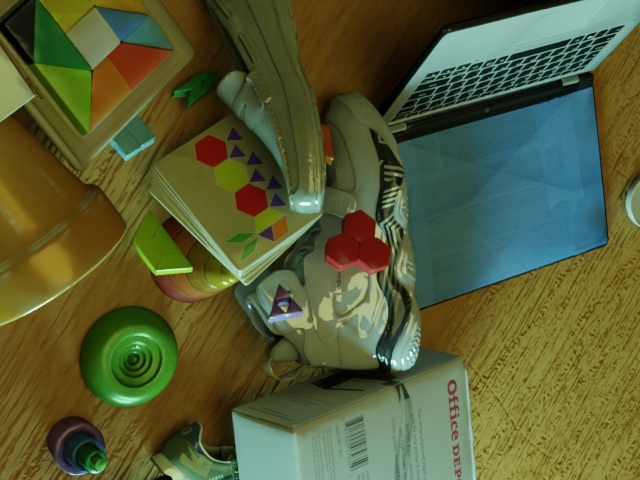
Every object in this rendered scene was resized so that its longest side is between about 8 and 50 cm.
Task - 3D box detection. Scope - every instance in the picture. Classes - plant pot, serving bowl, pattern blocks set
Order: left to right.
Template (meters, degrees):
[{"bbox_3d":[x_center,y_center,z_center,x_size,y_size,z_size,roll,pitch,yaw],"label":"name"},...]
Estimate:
[{"bbox_3d":[-0.350,-0.037,1.562,0.205,0.205,0.188,-38,109,-18],"label":"plant pot"},{"bbox_3d":[-0.097,-0.052,1.705,0.285,0.026,0.325,-27,77,-21],"label":"pattern blocks set"},{"bbox_3d":[0.488,-0.060,2.128,0.083,0.027,0.083,-6,102,-28],"label":"serving bowl"}]

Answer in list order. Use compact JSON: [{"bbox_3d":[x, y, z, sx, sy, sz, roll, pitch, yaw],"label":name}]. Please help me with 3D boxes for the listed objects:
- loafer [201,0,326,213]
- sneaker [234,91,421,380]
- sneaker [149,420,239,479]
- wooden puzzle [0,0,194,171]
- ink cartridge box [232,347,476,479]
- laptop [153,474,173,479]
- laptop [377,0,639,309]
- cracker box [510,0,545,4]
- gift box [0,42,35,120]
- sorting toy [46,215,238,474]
[{"bbox_3d":[-0.067,-0.174,1.692,0.111,0.112,0.319,-13,69,-6],"label":"loafer"},{"bbox_3d":[0.000,0.000,1.796,0.210,0.137,0.365,-9,92,-18],"label":"sneaker"},{"bbox_3d":[-0.125,0.307,1.827,0.192,0.064,0.086,44,82,-25],"label":"sneaker"},{"bbox_3d":[-0.266,-0.233,1.621,0.238,0.044,0.221,-52,120,-30],"label":"wooden puzzle"},{"bbox_3d":[0.050,0.287,1.854,0.307,0.129,0.223,-17,108,-39],"label":"ink cartridge box"},{"bbox_3d":[-0.307,0.428,1.751,0.264,0.136,0.234,-6,104,8],"label":"laptop"},{"bbox_3d":[0.285,-0.125,1.889,0.382,0.408,0.236,-18,74,-26],"label":"laptop"},{"bbox_3d":[0.226,-0.357,1.849,0.232,0.156,0.067,6,96,-31],"label":"cracker box"},{"bbox_3d":[-0.476,-0.173,1.424,0.258,0.276,0.255,-40,111,-16],"label":"gift box"},{"bbox_3d":[-0.197,0.132,1.720,0.127,0.126,0.365,38,79,-30],"label":"sorting toy"}]
